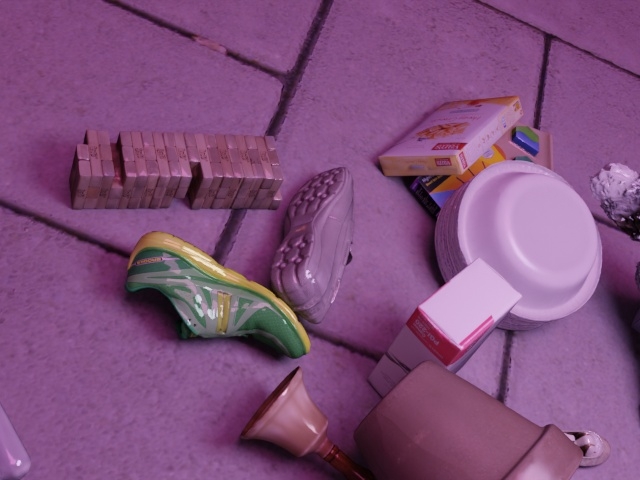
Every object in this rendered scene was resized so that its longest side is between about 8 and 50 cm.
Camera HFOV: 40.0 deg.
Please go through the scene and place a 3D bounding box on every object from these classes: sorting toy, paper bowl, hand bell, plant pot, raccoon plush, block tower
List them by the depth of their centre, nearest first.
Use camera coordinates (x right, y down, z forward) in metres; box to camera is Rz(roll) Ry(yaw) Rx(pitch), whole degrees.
[{"bbox_3d":[0.169,0.289,1.152,0.229,0.263,0.263,44,51,14],"label":"plant pot"},{"bbox_3d":[0.020,0.300,1.209,0.242,0.126,0.126,42,51,-1],"label":"hand bell"},{"bbox_3d":[-0.220,-0.110,1.396,0.335,0.097,0.091,0,58,-25],"label":"block tower"},{"bbox_3d":[0.556,0.125,1.474,0.446,0.216,0.299,37,70,7],"label":"raccoon plush"},{"bbox_3d":[0.349,0.001,1.486,0.284,0.148,0.284,7,70,-19],"label":"paper bowl"},{"bbox_3d":[0.367,-0.182,1.734,0.208,0.038,0.193,18,52,-11],"label":"sorting toy"}]

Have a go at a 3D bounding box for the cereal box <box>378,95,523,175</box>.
[{"bbox_3d":[0.241,-0.192,1.613,0.240,0.173,0.047,-41,120,-39],"label":"cereal box"}]

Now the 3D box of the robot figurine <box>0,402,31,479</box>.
[{"bbox_3d":[-0.469,0.266,0.955,0.300,0.200,0.353,-25,69,-45],"label":"robot figurine"}]

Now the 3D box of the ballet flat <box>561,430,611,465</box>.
[{"bbox_3d":[0.398,0.323,1.383,0.168,0.052,0.057,4,55,-21],"label":"ballet flat"}]

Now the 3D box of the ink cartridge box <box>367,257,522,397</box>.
[{"bbox_3d":[0.180,0.147,1.306,0.092,0.218,0.158,44,51,17],"label":"ink cartridge box"}]

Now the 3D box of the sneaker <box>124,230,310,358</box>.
[{"bbox_3d":[-0.152,0.101,1.289,0.295,0.109,0.123,30,78,-6],"label":"sneaker"}]

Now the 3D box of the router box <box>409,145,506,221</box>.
[{"bbox_3d":[0.271,-0.095,1.603,0.179,0.046,0.133,-33,78,-26],"label":"router box"}]

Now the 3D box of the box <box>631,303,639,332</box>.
[{"bbox_3d":[0.673,0.135,1.643,0.145,0.038,0.186,36,52,3],"label":"box"}]

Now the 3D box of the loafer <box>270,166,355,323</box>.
[{"bbox_3d":[0.000,0.000,1.419,0.111,0.112,0.319,58,34,-31],"label":"loafer"}]
